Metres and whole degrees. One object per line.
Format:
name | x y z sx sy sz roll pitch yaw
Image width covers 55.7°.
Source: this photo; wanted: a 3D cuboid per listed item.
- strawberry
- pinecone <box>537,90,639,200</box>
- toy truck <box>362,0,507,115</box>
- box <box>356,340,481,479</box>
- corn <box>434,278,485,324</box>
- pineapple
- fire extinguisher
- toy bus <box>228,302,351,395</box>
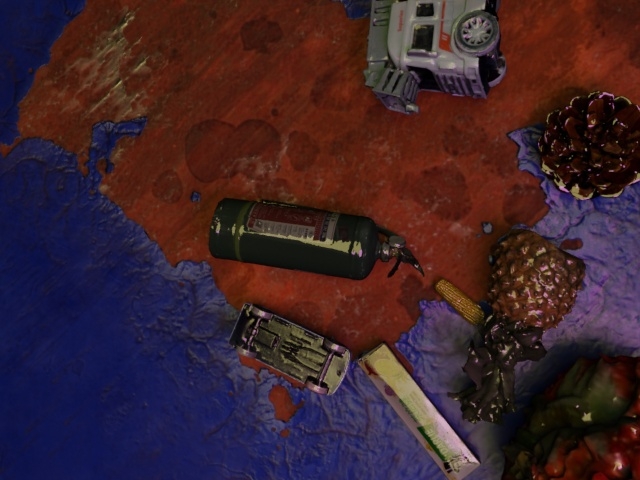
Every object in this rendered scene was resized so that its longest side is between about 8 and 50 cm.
strawberry | 0.366 0.319 0.658 0.267 0.312 0.351 -36 100 29
pinecone | 0.341 -0.115 0.751 0.140 0.121 0.140 1 94 18
toy truck | 0.155 -0.327 0.795 0.185 0.133 0.338 6 86 22
box | 0.132 0.231 0.821 0.050 0.041 0.207 -39 81 5
corn | 0.190 0.085 0.820 0.083 0.028 0.027 42 75 10
pineapple | 0.239 0.114 0.764 0.125 0.125 0.251 23 94 12
fire extinguisher | 0.000 0.000 0.831 0.295 0.118 0.093 8 125 12
toy bus | -0.037 0.147 0.842 0.168 0.076 0.073 24 92 14
